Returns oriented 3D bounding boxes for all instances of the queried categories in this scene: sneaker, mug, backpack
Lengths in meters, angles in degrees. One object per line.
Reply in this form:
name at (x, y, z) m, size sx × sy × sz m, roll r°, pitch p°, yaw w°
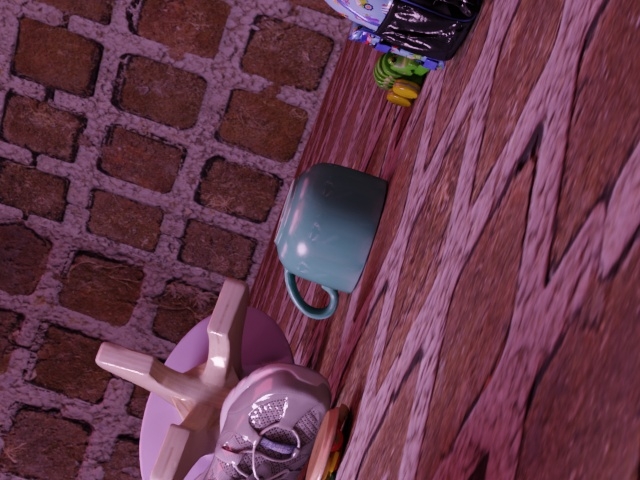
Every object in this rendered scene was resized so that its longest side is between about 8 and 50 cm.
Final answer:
sneaker at (-0.063, 0.242, 1.737) m, size 0.115 × 0.105 × 0.281 m, roll -99°, pitch 31°, yaw -54°
mug at (0.003, -0.006, 1.912) m, size 0.129 × 0.097 × 0.158 m, roll 119°, pitch 169°, yaw -70°
backpack at (0.064, -0.256, 1.637) m, size 0.117 × 0.173 × 0.158 m, roll 114°, pitch 172°, yaw -58°

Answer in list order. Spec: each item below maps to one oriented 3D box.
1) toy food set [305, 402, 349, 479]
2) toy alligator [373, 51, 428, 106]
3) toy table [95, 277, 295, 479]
toy food set at (0.006, 0.187, 1.561) m, size 0.083 × 0.020 × 0.083 m, roll -101°, pitch 29°, yaw -81°
toy alligator at (0.088, -0.187, 1.872) m, size 0.190 × 0.051 × 0.056 m, roll 126°, pitch 161°, yaw -78°
toy table at (-0.128, 0.189, 2.062) m, size 0.161 × 0.252 × 0.274 m, roll 70°, pitch -154°, yaw -68°
